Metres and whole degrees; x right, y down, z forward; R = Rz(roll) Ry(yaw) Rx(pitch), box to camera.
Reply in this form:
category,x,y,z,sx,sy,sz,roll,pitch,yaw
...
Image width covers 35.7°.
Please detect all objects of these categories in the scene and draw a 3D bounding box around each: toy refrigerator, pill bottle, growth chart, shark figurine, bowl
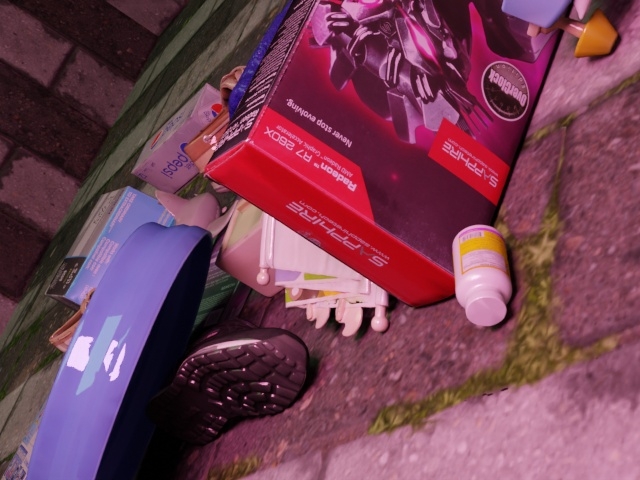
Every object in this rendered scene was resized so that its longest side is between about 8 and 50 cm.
category,x,y,z,sx,sy,sz,roll,pitch,yaw
toy refrigerator,-0.012,-0.044,1.138,0.269,0.094,0.102,-36,29,46
pill bottle,0.126,0.028,0.775,0.043,0.043,0.083,-45,23,32
growth chart,0.000,0.000,0.998,0.237,0.021,0.172,13,96,54
shark figurine,-0.207,-0.045,1.527,0.166,0.116,0.278,-56,15,19
bowl,-0.228,0.159,1.145,0.391,0.077,0.391,20,-90,-89

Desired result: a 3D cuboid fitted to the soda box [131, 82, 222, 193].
category,x,y,z,sx,sy,sz,roll,pitch,yaw
soda box,-0.260,-0.191,1.940,0.286,0.098,0.091,-31,34,52

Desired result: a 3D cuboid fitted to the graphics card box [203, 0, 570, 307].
category,x,y,z,sx,sy,sz,roll,pitch,yaw
graphics card box,0.079,-0.158,0.889,0.094,0.233,0.371,-25,37,59

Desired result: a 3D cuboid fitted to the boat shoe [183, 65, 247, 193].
category,x,y,z,sx,sy,sz,roll,pitch,yaw
boat shoe,-0.099,-0.226,1.565,0.123,0.116,0.324,-21,34,58

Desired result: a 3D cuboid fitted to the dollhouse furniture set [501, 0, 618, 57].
category,x,y,z,sx,sy,sz,roll,pitch,yaw
dollhouse furniture set,0.319,-0.317,0.816,0.286,0.198,0.303,-46,-24,-41

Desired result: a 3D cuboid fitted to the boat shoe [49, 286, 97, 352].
category,x,y,z,sx,sy,sz,roll,pitch,yaw
boat shoe,-0.346,0.110,1.455,0.153,0.048,0.056,-50,17,32

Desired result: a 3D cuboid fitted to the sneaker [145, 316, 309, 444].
category,x,y,z,sx,sy,sz,roll,pitch,yaw
sneaker,-0.096,0.123,1.078,0.283,0.107,0.124,-32,26,50

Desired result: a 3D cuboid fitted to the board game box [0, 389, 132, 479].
category,x,y,z,sx,sy,sz,roll,pitch,yaw
board game box,-0.350,0.254,1.455,0.302,0.086,0.308,-63,14,-15

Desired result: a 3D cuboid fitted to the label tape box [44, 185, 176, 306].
category,x,y,z,sx,sy,sz,roll,pitch,yaw
label tape box,-0.407,0.025,1.944,0.249,0.115,0.348,-62,19,-14

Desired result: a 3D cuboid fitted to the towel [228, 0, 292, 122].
category,x,y,z,sx,sy,sz,roll,pitch,yaw
towel,-0.030,-0.241,1.405,0.227,0.076,0.308,96,-160,-60

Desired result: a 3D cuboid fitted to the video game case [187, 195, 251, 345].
category,x,y,z,sx,sy,sz,roll,pitch,yaw
video game case,-0.120,0.020,1.400,0.196,0.026,0.274,-21,40,59

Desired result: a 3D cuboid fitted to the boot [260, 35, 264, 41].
category,x,y,z,sx,sy,sz,roll,pitch,yaw
boot,-0.104,-0.259,1.715,0.152,0.073,0.197,-67,7,-23
